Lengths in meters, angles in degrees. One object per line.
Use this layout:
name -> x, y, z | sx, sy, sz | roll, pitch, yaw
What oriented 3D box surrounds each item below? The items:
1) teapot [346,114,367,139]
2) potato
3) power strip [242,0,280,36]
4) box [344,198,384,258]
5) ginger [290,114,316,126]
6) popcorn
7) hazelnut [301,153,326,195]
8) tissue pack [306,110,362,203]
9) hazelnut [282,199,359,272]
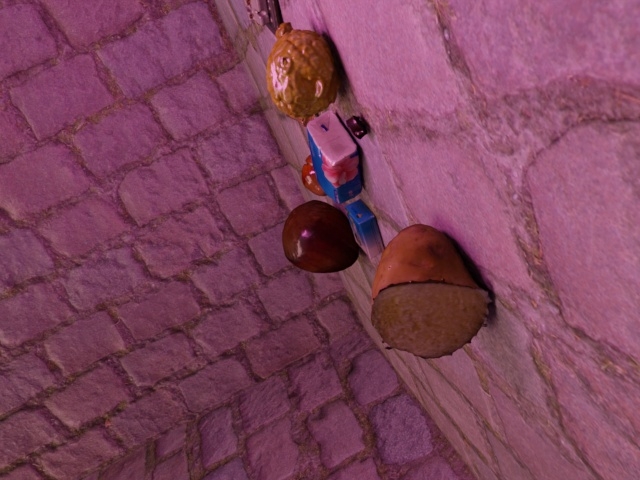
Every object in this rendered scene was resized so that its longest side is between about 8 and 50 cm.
teapot -> 0.107, -0.326, 1.321 | 0.068, 0.045, 0.100 | 41, -154, -35
potato -> 0.254, 0.107, 1.169 | 0.237, 0.300, 0.289 | -92, 17, -53
power strip -> -0.231, -0.864, 1.627 | 0.257, 0.092, 0.251 | 80, 166, -58
box -> 0.174, -0.045, 1.832 | 0.139, 0.073, 0.194 | 55, 171, 50
ginger -> -0.083, -0.518, 1.829 | 0.157, 0.102, 0.216 | 58, 176, -22
popcorn -> -0.058, -0.487, 1.328 | 0.237, 0.206, 0.251 | 28, -135, -75
hazelnut -> 0.015, -0.266, 1.866 | 0.182, 0.182, 0.182 | 62, 174, 11
tissue pack -> 0.044, -0.278, 1.614 | 0.209, 0.137, 0.270 | 62, 175, 25
hazelnut -> 0.000, 0.000, 2.309 | 0.421, 0.353, 0.421 | 35, 170, 7
